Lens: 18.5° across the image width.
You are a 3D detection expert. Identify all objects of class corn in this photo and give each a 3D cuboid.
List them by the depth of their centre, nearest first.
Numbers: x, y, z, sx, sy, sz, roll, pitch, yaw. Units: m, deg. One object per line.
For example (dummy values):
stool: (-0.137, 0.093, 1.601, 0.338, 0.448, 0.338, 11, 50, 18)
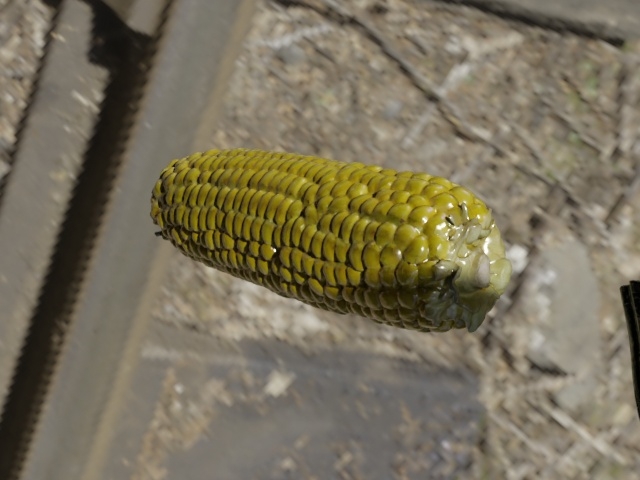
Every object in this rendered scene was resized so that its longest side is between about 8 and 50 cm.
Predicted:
corn: (-0.001, -0.005, 1.167, 0.091, 0.260, 0.091, -13, 107, -44)

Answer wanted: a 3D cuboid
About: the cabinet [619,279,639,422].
cabinet: (0.458, 0.075, 1.647, 0.290, 0.227, 0.318, 8, 146, -15)
